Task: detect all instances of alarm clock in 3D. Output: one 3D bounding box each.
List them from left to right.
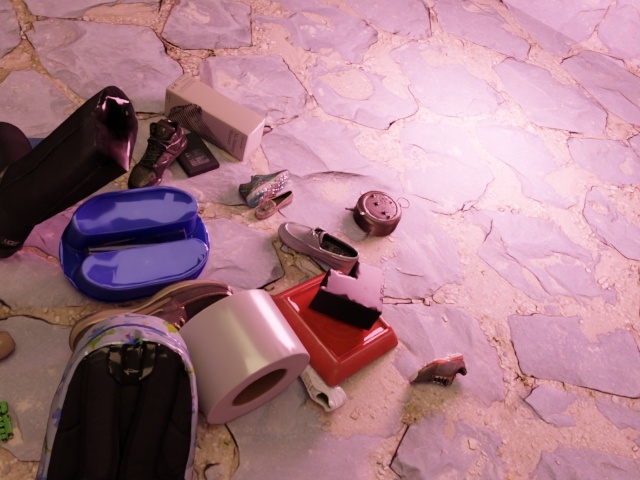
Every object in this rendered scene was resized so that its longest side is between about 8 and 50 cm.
[{"bbox_3d":[0.175,-0.085,1.805,0.192,0.064,0.129,-21,63,-32],"label":"alarm clock"}]

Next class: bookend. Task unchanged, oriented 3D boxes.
[{"bbox_3d":[0.066,0.111,1.536,0.157,0.072,0.156,22,40,-10],"label":"bookend"}]

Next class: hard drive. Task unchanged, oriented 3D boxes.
[{"bbox_3d":[-0.351,-0.238,1.785,0.094,0.022,0.135,-24,64,-29],"label":"hard drive"}]

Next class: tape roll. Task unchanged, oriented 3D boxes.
[{"bbox_3d":[-0.167,0.239,1.345,0.246,0.246,0.169,-23,64,-29],"label":"tape roll"}]

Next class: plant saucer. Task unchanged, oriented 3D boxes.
[{"bbox_3d":[0.035,0.184,1.536,0.259,0.047,0.259,-22,62,-43],"label":"plant saucer"}]

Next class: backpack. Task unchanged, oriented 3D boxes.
[{"bbox_3d":[-0.356,0.312,1.178,0.291,0.355,0.273,5,24,-13],"label":"backpack"}]

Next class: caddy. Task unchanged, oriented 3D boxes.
[{"bbox_3d":[-0.416,0.011,1.489,0.342,0.179,0.241,-9,82,-23],"label":"caddy"}]

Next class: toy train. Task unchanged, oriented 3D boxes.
[{"bbox_3d":[-0.618,0.353,1.271,0.024,0.017,0.083,-7,56,-33],"label":"toy train"}]

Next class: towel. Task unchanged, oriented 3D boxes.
[{"bbox_3d":[-0.693,-0.234,1.676,0.120,0.029,0.067,0,54,-17],"label":"towel"}]

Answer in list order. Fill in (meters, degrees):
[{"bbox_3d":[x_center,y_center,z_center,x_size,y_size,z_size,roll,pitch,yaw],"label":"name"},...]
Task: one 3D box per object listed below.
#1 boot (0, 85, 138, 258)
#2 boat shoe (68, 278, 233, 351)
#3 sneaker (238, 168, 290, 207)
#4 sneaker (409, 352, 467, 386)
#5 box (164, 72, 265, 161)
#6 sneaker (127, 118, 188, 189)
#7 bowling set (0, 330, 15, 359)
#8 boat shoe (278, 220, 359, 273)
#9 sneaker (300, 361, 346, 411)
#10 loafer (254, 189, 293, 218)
[{"bbox_3d":[-0.591,-0.209,1.430,0.146,0.445,0.366,17,50,-49],"label":"boot"},{"bbox_3d":[-0.342,0.195,1.384,0.356,0.132,0.130,-20,40,-18],"label":"boat shoe"},{"bbox_3d":[-0.153,-0.159,1.762,0.076,0.065,0.167,40,52,19],"label":"sneaker"},{"bbox_3d":[0.286,0.316,1.541,0.158,0.061,0.064,-14,66,-24],"label":"sneaker"},{"bbox_3d":[-0.299,-0.345,1.826,0.275,0.113,0.094,30,52,8],"label":"box"},{"bbox_3d":[-0.429,-0.227,1.677,0.087,0.130,0.227,27,64,13],"label":"sneaker"},{"bbox_3d":[-0.757,0.128,1.290,0.287,0.199,0.154,41,55,20],"label":"bowling set"},{"bbox_3d":[0.000,0.001,1.674,0.228,0.081,0.079,28,52,5],"label":"boat shoe"},{"bbox_3d":[-0.009,0.316,1.444,0.152,0.053,0.061,42,28,17],"label":"sneaker"},{"bbox_3d":[-0.124,-0.100,1.739,0.125,0.039,0.045,-32,69,-33],"label":"loafer"}]
